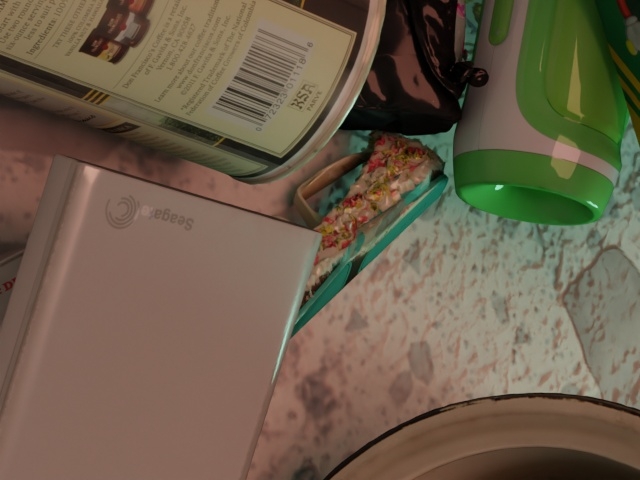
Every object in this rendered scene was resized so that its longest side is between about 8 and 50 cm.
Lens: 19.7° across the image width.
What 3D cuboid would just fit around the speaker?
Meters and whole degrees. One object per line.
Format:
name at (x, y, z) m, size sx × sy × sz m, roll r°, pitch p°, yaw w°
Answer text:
speaker at (0.178, -0.167, 1.362) m, size 0.131 × 0.131 × 0.297 m, roll 20°, pitch 75°, yaw -34°

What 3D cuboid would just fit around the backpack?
backpack at (0.036, -0.172, 1.329) m, size 0.152 × 0.115 × 0.182 m, roll 6°, pitch 77°, yaw -14°

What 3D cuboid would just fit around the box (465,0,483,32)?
box at (0.119, -0.232, 1.443) m, size 0.324 × 0.067 × 0.063 m, roll 47°, pitch 60°, yaw -24°

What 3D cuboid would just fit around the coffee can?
coffee can at (-0.126, -0.168, 1.162) m, size 0.275 × 0.201 × 0.202 m, roll 19°, pitch 73°, yaw -35°

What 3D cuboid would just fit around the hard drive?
hard drive at (-0.124, 0.118, 1.157) m, size 0.203 × 0.040 × 0.308 m, roll 16°, pitch 92°, yaw -42°

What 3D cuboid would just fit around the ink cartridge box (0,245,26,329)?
ink cartridge box at (-0.196, 0.073, 1.169) m, size 0.088 × 0.052 × 0.122 m, roll -29°, pitch 104°, yaw -36°

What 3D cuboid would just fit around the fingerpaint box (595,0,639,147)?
fingerpaint box at (0.406, -0.214, 1.363) m, size 0.444 × 0.163 × 0.371 m, roll -28°, pitch 104°, yaw -34°

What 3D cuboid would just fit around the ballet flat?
ballet flat at (0.000, 0.000, 1.324) m, size 0.077 × 0.091 × 0.241 m, roll 40°, pitch 52°, yaw 8°

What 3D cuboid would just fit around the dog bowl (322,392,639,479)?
dog bowl at (0.153, 0.311, 1.209) m, size 0.150 × 0.408 × 0.408 m, roll 33°, pitch 61°, yaw -63°
